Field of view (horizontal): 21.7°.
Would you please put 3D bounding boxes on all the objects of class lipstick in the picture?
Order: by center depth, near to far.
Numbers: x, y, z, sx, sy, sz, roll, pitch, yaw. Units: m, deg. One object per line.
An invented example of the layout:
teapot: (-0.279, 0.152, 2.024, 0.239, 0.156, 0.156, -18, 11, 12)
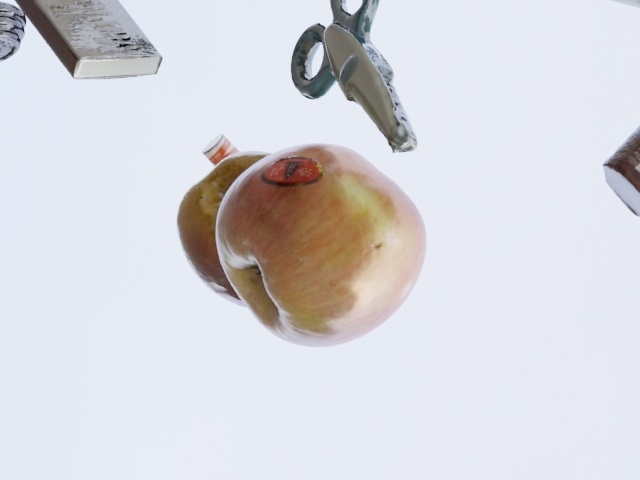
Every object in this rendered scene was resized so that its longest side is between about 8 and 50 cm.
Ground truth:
lipstick: (-0.097, -0.080, 2.174, 0.038, 0.131, 0.038, -39, -163, 14)

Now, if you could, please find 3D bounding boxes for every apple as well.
apple: (0.000, 0.000, 1.579, 0.209, 0.164, 0.209, 43, -23, 24)
apple: (-0.070, -0.002, 1.926, 0.195, 0.173, 0.160, 15, -111, 31)

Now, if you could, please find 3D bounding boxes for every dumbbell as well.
dumbbell: (-0.368, -0.266, 1.786, 0.099, 0.099, 0.208, -35, -117, 53)

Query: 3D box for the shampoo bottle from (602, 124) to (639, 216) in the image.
shampoo bottle: (0.313, -0.115, 1.257, 0.236, 0.068, 0.067, -42, -142, -6)

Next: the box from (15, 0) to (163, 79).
box: (-0.269, -0.247, 1.895, 0.177, 0.115, 0.036, 51, -48, 33)

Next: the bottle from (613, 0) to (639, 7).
bottle: (0.369, -0.266, 1.486, 0.347, 0.168, 0.168, 23, -76, 30)

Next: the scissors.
scissors: (0.036, -0.150, 1.496, 0.138, 0.041, 0.289, -55, -153, 18)
